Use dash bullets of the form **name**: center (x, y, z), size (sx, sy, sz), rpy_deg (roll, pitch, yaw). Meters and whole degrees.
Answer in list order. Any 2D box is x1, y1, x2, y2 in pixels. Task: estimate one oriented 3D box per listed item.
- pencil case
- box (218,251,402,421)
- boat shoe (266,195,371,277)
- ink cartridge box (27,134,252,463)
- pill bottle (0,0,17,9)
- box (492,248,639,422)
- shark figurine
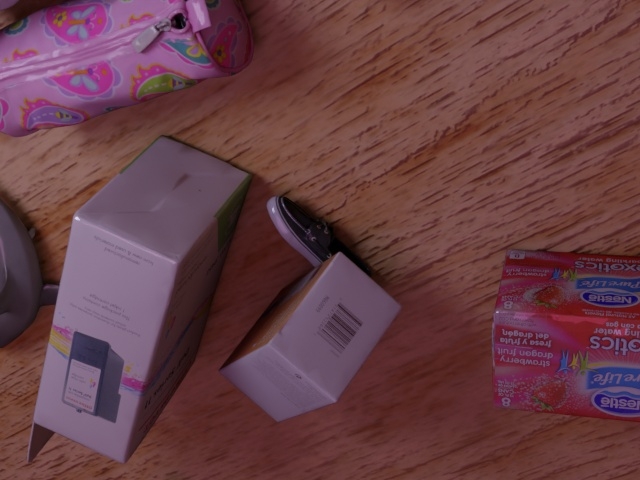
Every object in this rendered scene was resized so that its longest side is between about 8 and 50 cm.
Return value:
- **pencil case**: center (-0.209, -0.189, 1.004), size (0.284, 0.124, 0.124), rpy_deg (-11, 114, 23)
- **box**: center (-0.014, 0.105, 1.063), size (0.091, 0.130, 0.170), rpy_deg (41, 152, -7)
- **boat shoe**: center (0.000, 0.000, 1.091), size (0.040, 0.049, 0.142), rpy_deg (-34, 111, 24)
- **ink cartridge box**: center (-0.201, 0.090, 1.104), size (0.119, 0.207, 0.353), rpy_deg (24, 123, 5)
- **pill bottle**: center (-0.311, -0.315, 0.926), size (0.160, 0.160, 0.283), rpy_deg (42, 115, -8)
- **box**: center (0.303, 0.095, 0.999), size (0.256, 0.128, 0.123), rpy_deg (3, 119, 15)
- **shark figurine**: center (-0.385, 0.025, 1.183), size (0.166, 0.116, 0.278), rpy_deg (-2, 120, 16)
